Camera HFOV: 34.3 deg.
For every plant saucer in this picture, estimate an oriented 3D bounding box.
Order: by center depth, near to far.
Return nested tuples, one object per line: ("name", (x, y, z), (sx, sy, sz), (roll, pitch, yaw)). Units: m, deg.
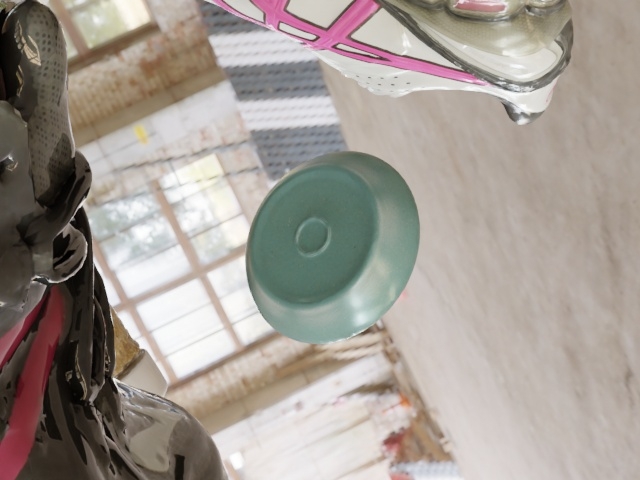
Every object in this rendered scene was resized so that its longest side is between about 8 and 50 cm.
("plant saucer", (0.000, 0.000, 0.605), (0.021, 0.119, 0.119), (30, -153, -55))

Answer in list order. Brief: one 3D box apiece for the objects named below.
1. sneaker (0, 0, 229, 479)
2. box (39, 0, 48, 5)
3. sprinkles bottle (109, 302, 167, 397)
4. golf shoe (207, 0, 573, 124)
("sneaker", (-0.135, 0.020, 0.385), (0.185, 0.202, 0.483), (25, 163, 29))
("box", (-0.348, -0.214, 0.823), (0.181, 0.119, 0.182), (45, -150, 13))
("sprinkles bottle", (-0.297, 0.040, 1.051), (0.355, 0.121, 0.121), (59, 177, -14))
("golf shoe", (0.011, -0.094, 0.429), (0.186, 0.067, 0.086), (18, 137, 26))
